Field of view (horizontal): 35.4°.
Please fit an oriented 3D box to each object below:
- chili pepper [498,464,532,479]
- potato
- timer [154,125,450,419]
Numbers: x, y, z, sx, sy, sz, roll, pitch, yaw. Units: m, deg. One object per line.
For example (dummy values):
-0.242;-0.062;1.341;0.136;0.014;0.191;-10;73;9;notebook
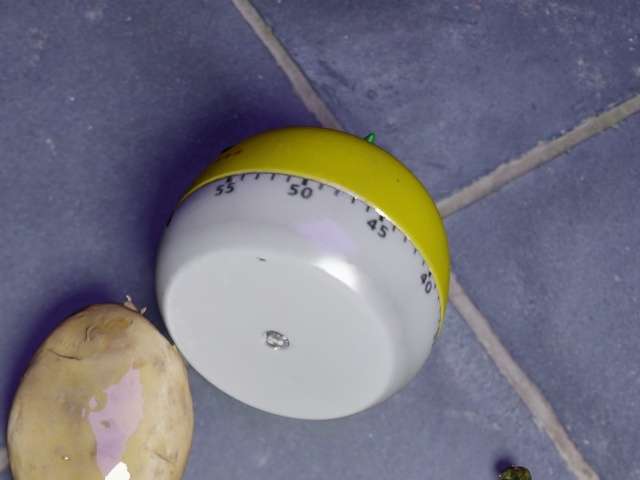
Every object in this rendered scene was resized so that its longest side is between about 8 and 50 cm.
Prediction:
0.161;0.380;0.871;0.110;0.110;0.388;16;65;-9;chili pepper
-0.185;0.172;0.868;0.161;0.128;0.235;-14;73;-5;potato
0.000;0.000;0.934;0.285;0.285;0.285;7;63;-13;timer
